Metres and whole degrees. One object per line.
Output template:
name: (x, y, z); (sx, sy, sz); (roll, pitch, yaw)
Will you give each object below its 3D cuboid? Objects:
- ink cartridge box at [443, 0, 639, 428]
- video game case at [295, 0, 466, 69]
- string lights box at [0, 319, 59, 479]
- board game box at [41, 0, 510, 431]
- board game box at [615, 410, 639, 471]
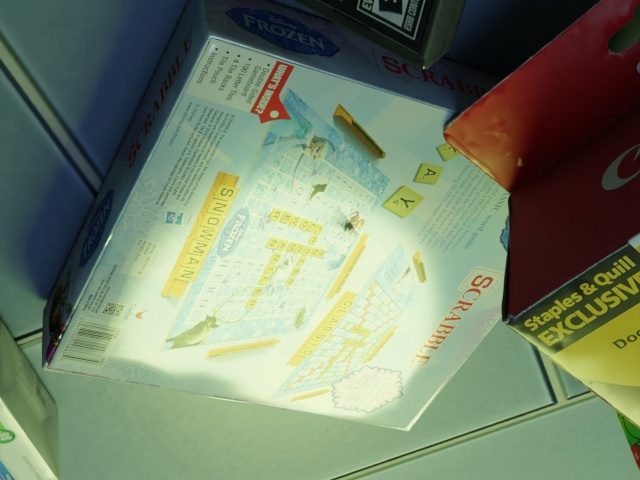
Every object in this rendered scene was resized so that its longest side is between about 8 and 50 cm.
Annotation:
ink cartridge box: (0.261, -0.032, 0.683); (0.272, 0.130, 0.309); (36, 126, -20)
video game case: (-0.020, -0.244, 0.516); (0.248, 0.035, 0.275); (31, 136, 17)
string lights box: (-0.350, 0.157, 0.931); (0.259, 0.077, 0.133); (-14, 138, 2)
board game box: (0.000, 0.000, 0.860); (0.318, 0.066, 0.319); (14, 130, -25)
board game box: (0.269, 0.111, 0.953); (0.092, 0.181, 0.043); (24, 125, -33)
